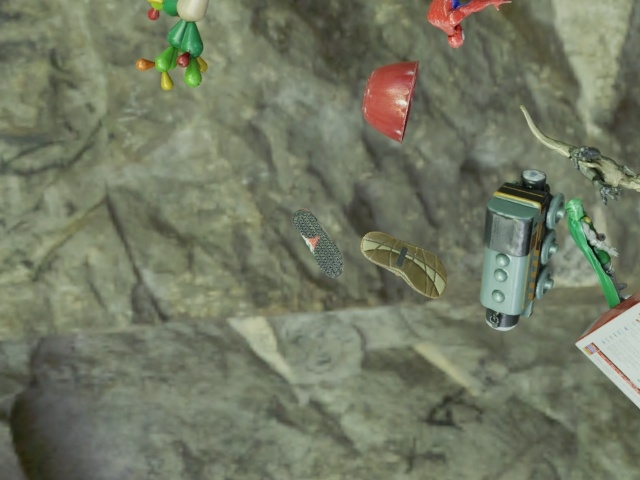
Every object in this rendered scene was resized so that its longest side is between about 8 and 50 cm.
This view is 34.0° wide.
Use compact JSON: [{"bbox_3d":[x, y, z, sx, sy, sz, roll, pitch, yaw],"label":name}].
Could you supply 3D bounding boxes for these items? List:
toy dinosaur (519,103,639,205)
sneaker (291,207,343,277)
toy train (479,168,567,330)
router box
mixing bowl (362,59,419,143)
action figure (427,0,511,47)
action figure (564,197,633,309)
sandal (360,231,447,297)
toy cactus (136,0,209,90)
[{"bbox_3d":[0.428,-0.123,1.661,0.064,0.268,0.118,-58,8,24],"label":"toy dinosaur"},{"bbox_3d":[0.000,0.000,2.166,0.161,0.057,0.075,56,-169,-6],"label":"sneaker"},{"bbox_3d":[0.396,0.024,2.119,0.190,0.142,0.333,-40,-39,-46],"label":"toy train"},{"bbox_3d":[0.643,0.236,1.815,0.082,0.335,0.301,-41,-7,-21],"label":"router box"},{"bbox_3d":[0.145,-0.304,2.235,0.181,0.098,0.181,12,-90,-84],"label":"mixing bowl"},{"bbox_3d":[0.231,-0.475,1.793,0.139,0.091,0.280,-26,-63,-22],"label":"action figure"},{"bbox_3d":[0.518,0.017,1.966,0.232,0.064,0.137,57,-170,-23],"label":"action figure"},{"bbox_3d":[0.145,0.038,1.838,0.180,0.049,0.072,28,-98,-14],"label":"sandal"},{"bbox_3d":[-0.239,-0.362,1.744,0.112,0.180,0.219,9,-134,-28],"label":"toy cactus"}]
